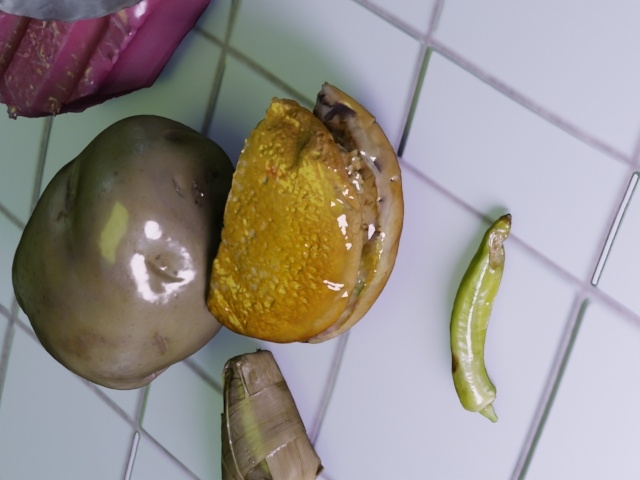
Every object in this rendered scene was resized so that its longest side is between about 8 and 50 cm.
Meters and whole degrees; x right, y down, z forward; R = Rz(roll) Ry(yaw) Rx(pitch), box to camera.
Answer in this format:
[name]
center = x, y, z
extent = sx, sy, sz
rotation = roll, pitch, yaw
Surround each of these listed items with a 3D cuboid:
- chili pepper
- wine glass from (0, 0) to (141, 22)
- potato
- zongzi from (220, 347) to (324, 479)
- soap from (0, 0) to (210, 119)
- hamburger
[chili pepper]
center = 0.146, 0.072, 1.671
extent = 0.049, 0.043, 0.208
rotation = 24, 118, 53
[wine glass]
center = -0.263, -0.429, 1.683
extent = 0.267, 0.267, 0.406
rotation = -32, 58, 45
[potato]
center = -0.199, 0.021, 1.867
extent = 0.243, 0.221, 0.326
rotation = 60, 136, 27
[zongzi]
center = -0.083, 0.209, 1.921
extent = 0.176, 0.078, 0.160
rotation = -32, 72, 53
[soap]
center = -0.245, -0.269, 1.892
extent = 0.220, 0.127, 0.325
rotation = 50, 130, 14
[hamburger]
center = 0.000, 0.000, 1.728
extent = 0.156, 0.144, 0.283
rotation = 31, 125, 25
